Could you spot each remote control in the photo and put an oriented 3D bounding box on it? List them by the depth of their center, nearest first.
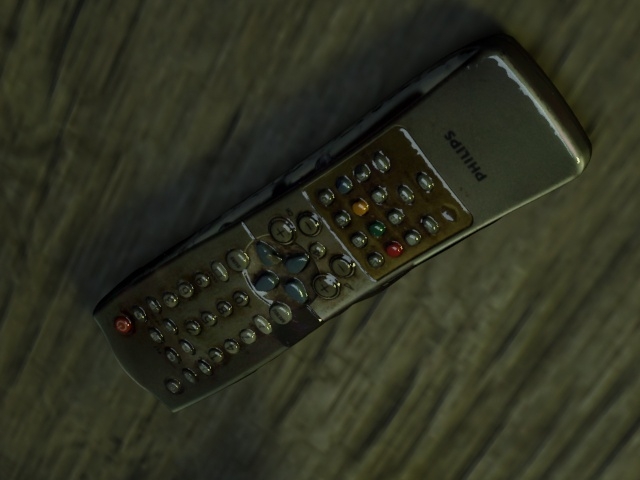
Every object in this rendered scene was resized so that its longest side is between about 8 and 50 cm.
[{"bbox_3d":[0.000,0.000,0.561,0.212,0.028,0.059,-32,103,36],"label":"remote control"}]
